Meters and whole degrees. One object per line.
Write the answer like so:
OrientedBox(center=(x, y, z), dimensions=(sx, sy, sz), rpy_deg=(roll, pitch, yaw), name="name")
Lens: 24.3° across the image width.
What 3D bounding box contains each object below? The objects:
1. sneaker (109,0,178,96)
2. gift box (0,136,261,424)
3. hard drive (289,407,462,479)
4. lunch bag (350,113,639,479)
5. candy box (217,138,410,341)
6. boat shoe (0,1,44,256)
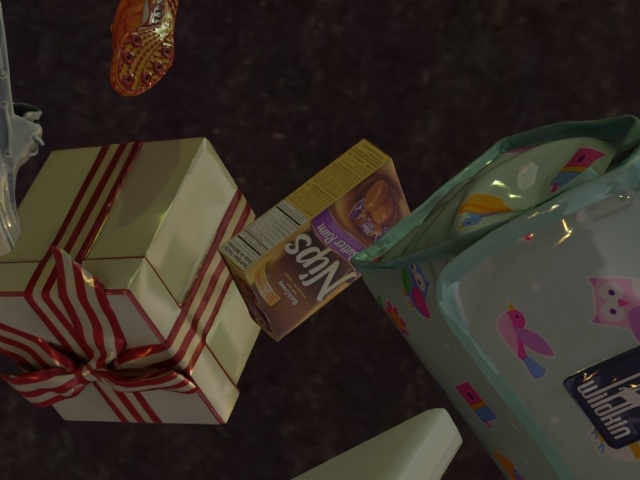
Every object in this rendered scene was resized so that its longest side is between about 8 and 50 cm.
OrientedBox(center=(-0.189, -0.211, 1.547), dimensions=(0.064, 0.067, 0.175), rpy_deg=(38, 44, -29), name="sneaker")
OrientedBox(center=(-0.226, 0.046, 1.603), dimensions=(0.276, 0.255, 0.258), rpy_deg=(54, 43, -36), name="gift box")
OrientedBox(center=(-0.026, 0.253, 1.190), dimensions=(0.047, 0.233, 0.353), rpy_deg=(59, 21, -2), name="hard drive")
OrientedBox(center=(0.159, 0.053, 0.791), dimensions=(0.160, 0.262, 0.223), rpy_deg=(-38, 99, -15), name="lunch bag")
OrientedBox(center=(0.000, 0.000, 1.451), dimensions=(0.187, 0.053, 0.109), rpy_deg=(-37, 136, -13), name="candy box")
OrientedBox(center=(-0.269, -0.095, 1.232), dimensions=(0.081, 0.079, 0.227), rpy_deg=(-16, 116, -17), name="boat shoe")
